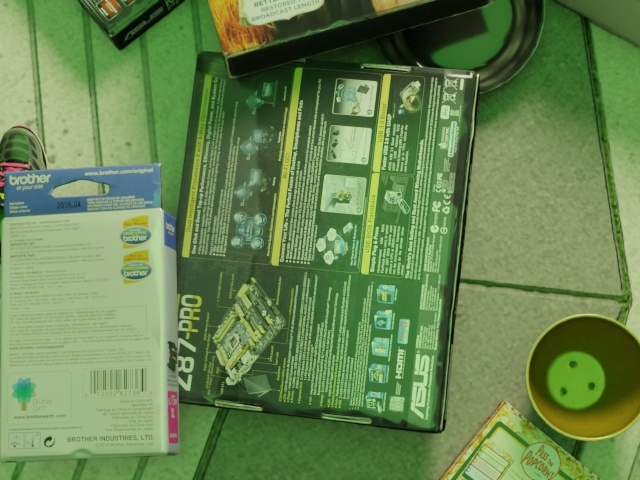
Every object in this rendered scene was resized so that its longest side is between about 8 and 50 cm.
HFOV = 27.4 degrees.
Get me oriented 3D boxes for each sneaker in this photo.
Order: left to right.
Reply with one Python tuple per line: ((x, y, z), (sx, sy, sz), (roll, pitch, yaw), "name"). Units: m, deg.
((-0.350, -0.051, 1.493), (0.063, 0.075, 0.170), (7, 82, 3), "sneaker")

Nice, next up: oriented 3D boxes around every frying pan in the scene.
((0.103, -0.293, 1.519), (0.326, 0.053, 0.197), (31, 92, 7), "frying pan")

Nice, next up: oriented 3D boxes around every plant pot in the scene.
((0.284, 0.151, 1.432), (0.134, 0.095, 0.134), (0, 81, 1), "plant pot")

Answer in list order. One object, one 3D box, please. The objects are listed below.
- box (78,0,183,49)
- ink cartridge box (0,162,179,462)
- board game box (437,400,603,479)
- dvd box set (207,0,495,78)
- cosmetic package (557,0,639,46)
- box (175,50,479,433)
((-0.239, -0.394, 1.547), (0.216, 0.060, 0.270), (-38, 82, -3), "box")
((-0.247, 0.077, 1.406), (0.186, 0.065, 0.311), (-3, 83, 10), "ink cartridge box")
((0.197, 0.296, 1.439), (0.147, 0.045, 0.193), (40, 85, 7), "board game box")
((-0.012, -0.415, 1.467), (0.308, 0.062, 0.420), (-15, 74, -2), "dvd box set")
((0.415, -0.413, 1.483), (0.197, 0.155, 0.365), (28, 82, 4), "cosmetic package")
((0.000, 0.000, 1.447), (0.318, 0.097, 0.394), (5, 83, 8), "box")
